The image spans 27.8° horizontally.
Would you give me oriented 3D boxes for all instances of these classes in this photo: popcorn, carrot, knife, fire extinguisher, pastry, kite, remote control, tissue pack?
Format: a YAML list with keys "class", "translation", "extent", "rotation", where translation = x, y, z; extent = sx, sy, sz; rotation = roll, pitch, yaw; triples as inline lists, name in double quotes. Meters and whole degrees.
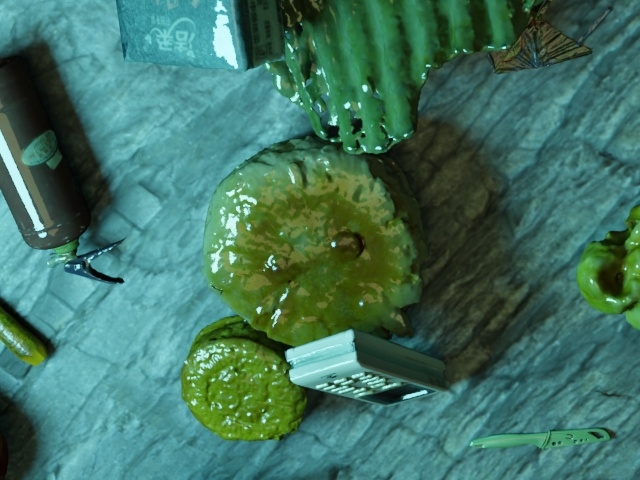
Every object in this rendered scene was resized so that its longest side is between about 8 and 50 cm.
- class: "popcorn"
  translation: [0.503, 0.039, 1.714]
  extent: [0.286, 0.174, 0.225]
  rotation: [30, 96, 4]
- class: "carrot"
  translation: [-0.467, 0.116, 1.887]
  extent: [0.042, 0.042, 0.170]
  rotation: [-38, 102, 17]
- class: "knife"
  translation: [0.323, 0.296, 1.906]
  extent: [0.207, 0.014, 0.030]
  rotation: [-6, 109, 6]
- class: "fire extinguisher"
  translation: [-0.369, -0.082, 1.766]
  extent: [0.138, 0.102, 0.344]
  rotation: [-18, 109, 10]
- class: "pastry"
  translation: [0.000, 0.000, 1.749]
  extent: [0.330, 0.136, 0.329]
  rotation: [1, 112, 3]
- class: "kite"
  translation: [0.271, -0.281, 1.684]
  extent: [0.183, 0.010, 0.160]
  rotation: [32, 110, -8]
- class: "remote control"
  translation: [0.070, 0.180, 1.754]
  extent: [0.103, 0.277, 0.055]
  rotation: [-19, 67, 25]
- class: "tissue pack"
  translation: [-0.167, -0.371, 1.589]
  extent: [0.228, 0.103, 0.315]
  rotation: [12, 117, 39]
- class: "pastry"
  translation: [-0.104, 0.197, 1.845]
  extent: [0.189, 0.103, 0.188]
  rotation: [5, 119, 9]

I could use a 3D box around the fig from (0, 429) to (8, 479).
- class: "fig"
  translation: [-0.590, 0.305, 1.883]
  extent: [0.263, 0.224, 0.224]
  rotation: [41, 109, -11]

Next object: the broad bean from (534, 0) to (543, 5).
- class: "broad bean"
  translation: [0.275, -0.414, 1.573]
  extent: [0.238, 0.119, 0.291]
  rotation: [28, 107, 4]

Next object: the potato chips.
- class: "potato chips"
  translation: [0.042, -0.318, 1.584]
  extent: [0.373, 0.097, 0.389]
  rotation: [-43, 83, 26]
